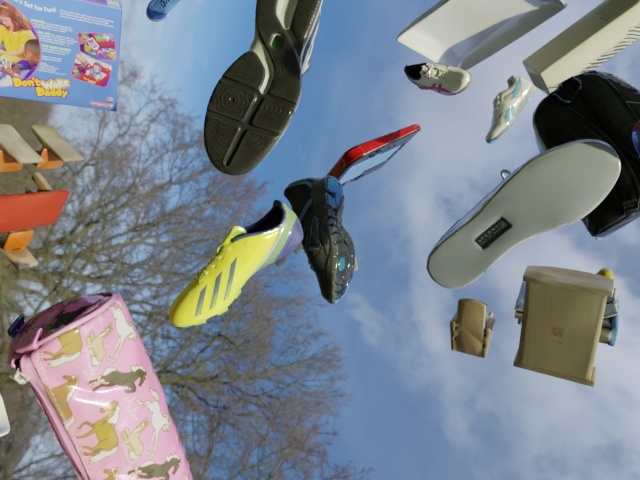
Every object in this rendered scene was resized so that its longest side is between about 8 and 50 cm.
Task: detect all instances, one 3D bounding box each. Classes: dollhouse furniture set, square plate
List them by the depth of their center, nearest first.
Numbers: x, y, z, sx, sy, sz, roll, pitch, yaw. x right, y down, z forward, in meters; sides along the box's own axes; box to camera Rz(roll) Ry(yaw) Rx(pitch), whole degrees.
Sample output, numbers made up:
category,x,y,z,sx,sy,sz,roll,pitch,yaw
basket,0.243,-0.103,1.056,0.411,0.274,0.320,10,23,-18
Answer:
category,x,y,z,sx,sy,sz,roll,pitch,yaw
dollhouse furniture set,-0.532,-0.041,0.766,0.135,0.259,0.262,41,-67,11
dollhouse furniture set,0.450,0.095,0.962,0.286,0.303,0.198,10,-62,29
square plate,0.431,-0.602,1.275,0.347,0.344,0.049,-25,-109,41

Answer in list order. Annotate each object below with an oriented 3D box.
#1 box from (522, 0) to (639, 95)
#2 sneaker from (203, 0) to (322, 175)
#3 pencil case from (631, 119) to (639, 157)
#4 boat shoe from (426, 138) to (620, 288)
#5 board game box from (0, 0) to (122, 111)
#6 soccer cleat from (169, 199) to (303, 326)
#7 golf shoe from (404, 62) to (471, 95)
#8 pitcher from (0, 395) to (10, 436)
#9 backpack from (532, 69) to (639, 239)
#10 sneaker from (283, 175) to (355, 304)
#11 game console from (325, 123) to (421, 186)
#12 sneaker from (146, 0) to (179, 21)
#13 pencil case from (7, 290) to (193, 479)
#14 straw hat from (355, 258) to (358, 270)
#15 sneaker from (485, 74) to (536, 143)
category,x,y,z,sx,sy,sz,roll,pitch,yaw
box,0.693,-0.512,1.246,0.275,0.094,0.113,-35,-146,20
sneaker,-0.098,-0.335,1.041,0.257,0.169,0.448,44,67,-86
pencil case,0.568,-0.212,0.636,0.119,0.133,0.306,53,-21,19
boat shoe,0.360,-0.053,0.878,0.136,0.156,0.367,45,-63,0
board game box,-0.618,-0.424,1.012,0.078,0.347,0.233,57,-43,47
soccer cleat,-0.158,0.035,0.840,0.093,0.289,0.121,33,-25,47
golf shoe,0.294,-0.415,1.206,0.186,0.086,0.067,25,-78,47
pitcher,-0.521,0.241,0.553,0.125,0.207,0.178,46,-19,37
backpack,0.652,-0.218,1.097,0.290,0.273,0.355,-39,-108,20
sneaker,0.000,0.000,1.207,0.139,0.125,0.341,3,-68,29
game console,0.190,-0.318,1.902,0.060,0.342,0.386,65,-22,6
sneaker,-0.397,-0.644,1.239,0.152,0.058,0.084,-46,-166,-14
pencil case,-0.319,0.271,0.719,0.160,0.167,0.386,27,-45,62
straw hat,0.048,0.043,1.410,0.061,0.144,0.144,-35,-130,19
sneaker,0.582,-0.412,1.502,0.229,0.092,0.087,-57,175,0
